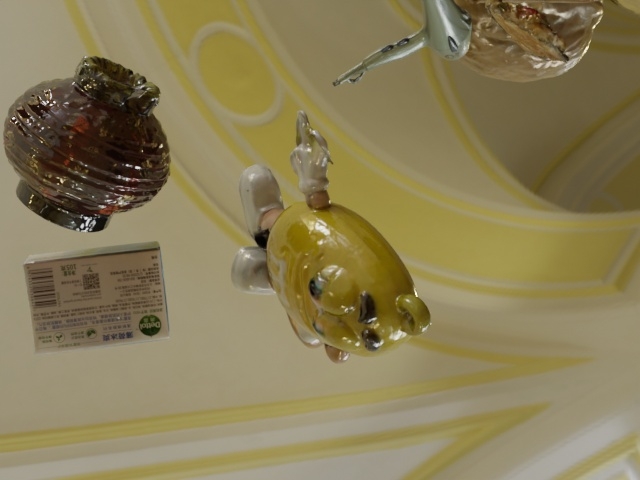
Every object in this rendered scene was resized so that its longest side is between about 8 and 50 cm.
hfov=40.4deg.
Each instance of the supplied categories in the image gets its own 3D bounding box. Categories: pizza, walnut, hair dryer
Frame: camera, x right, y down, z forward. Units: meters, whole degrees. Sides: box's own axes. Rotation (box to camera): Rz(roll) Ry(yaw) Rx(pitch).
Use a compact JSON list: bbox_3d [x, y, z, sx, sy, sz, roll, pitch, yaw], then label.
[{"bbox_3d":[0.168,-0.162,0.672,0.078,0.025,0.083,40,-171,33],"label":"pizza"},{"bbox_3d":[0.335,-0.421,1.496,0.313,0.252,0.277,6,-109,-10],"label":"walnut"},{"bbox_3d":[0.104,-0.276,1.147,0.167,0.199,0.067,74,-179,-66],"label":"hair dryer"}]

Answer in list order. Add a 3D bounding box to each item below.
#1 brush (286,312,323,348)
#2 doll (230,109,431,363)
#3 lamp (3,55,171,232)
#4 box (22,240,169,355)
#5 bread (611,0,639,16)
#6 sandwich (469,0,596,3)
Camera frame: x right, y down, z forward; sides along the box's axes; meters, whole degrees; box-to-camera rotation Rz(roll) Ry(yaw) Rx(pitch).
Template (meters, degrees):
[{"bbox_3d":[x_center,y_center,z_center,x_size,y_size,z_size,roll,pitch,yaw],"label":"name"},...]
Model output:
[{"bbox_3d":[0.020,0.085,1.621,0.166,0.174,0.266,50,-130,-57],"label":"brush"},{"bbox_3d":[-0.012,0.014,1.267,0.161,0.423,0.348,-20,-96,-26],"label":"doll"},{"bbox_3d":[-0.318,-0.137,1.215,0.247,0.247,0.246,19,-121,-35],"label":"lamp"},{"bbox_3d":[-0.326,0.083,1.283,0.194,0.073,0.139,-6,-80,-11],"label":"box"},{"bbox_3d":[0.348,-0.394,0.868,0.376,0.253,0.347,-11,-93,-62],"label":"bread"},{"bbox_3d":[0.306,-0.361,1.229,0.163,0.113,0.079,29,-126,-1],"label":"sandwich"}]
